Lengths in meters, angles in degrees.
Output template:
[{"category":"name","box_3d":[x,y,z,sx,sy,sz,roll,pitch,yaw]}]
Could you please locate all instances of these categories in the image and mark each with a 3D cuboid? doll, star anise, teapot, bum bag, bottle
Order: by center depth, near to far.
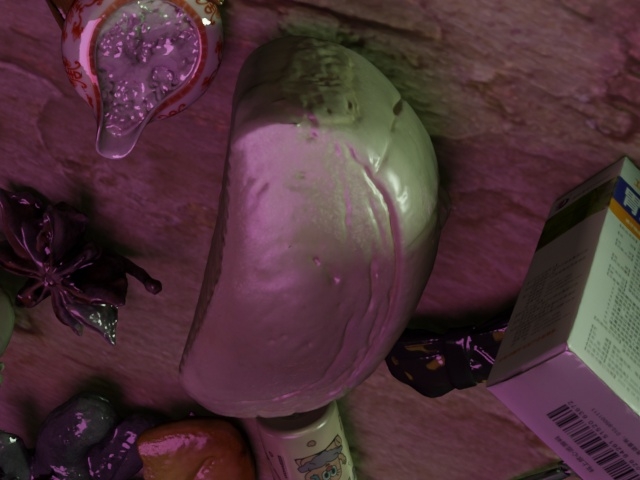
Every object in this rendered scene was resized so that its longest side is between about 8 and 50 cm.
[{"category":"teapot","box_3d":[-0.171,-0.207,1.586,0.159,0.116,0.246,14,113,-10]},{"category":"bum bag","box_3d":[0.173,0.116,1.730,0.232,0.060,0.107,-11,129,31]},{"category":"star anise","box_3d":[-0.279,0.030,1.829,0.231,0.089,0.209,25,143,10]},{"category":"bottle","box_3d":[-0.002,0.272,1.901,0.110,0.097,0.209,-25,124,-14]},{"category":"doll","box_3d":[-0.335,0.327,2.028,0.246,0.158,0.340,30,131,-28]}]

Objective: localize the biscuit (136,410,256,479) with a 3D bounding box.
[{"category":"biscuit","box_3d":[-0.157,0.337,2.006,0.154,0.045,0.299,0,125,-10]}]

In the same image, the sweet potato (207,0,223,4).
[{"category":"sweet potato","box_3d":[-0.200,-0.348,1.495,0.341,0.114,0.092,45,111,-3]}]

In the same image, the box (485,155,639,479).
[{"category":"box","box_3d":[0.288,0.089,1.504,0.200,0.299,0.106,44,128,-13]}]

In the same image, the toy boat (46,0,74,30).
[{"category":"toy boat","box_3d":[-0.239,-0.221,1.653,0.149,0.049,0.047,61,166,-20]}]

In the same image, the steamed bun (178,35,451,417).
[{"category":"steamed bun","box_3d":[0.003,0.004,1.596,0.236,0.247,0.384,12,124,-1]}]

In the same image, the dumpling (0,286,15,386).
[{"category":"dumpling","box_3d":[-0.412,0.078,1.880,0.111,0.155,0.181,10,121,-13]}]

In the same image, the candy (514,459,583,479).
[{"category":"candy","box_3d":[0.288,0.256,1.794,0.077,0.073,0.262,25,144,-33]}]
